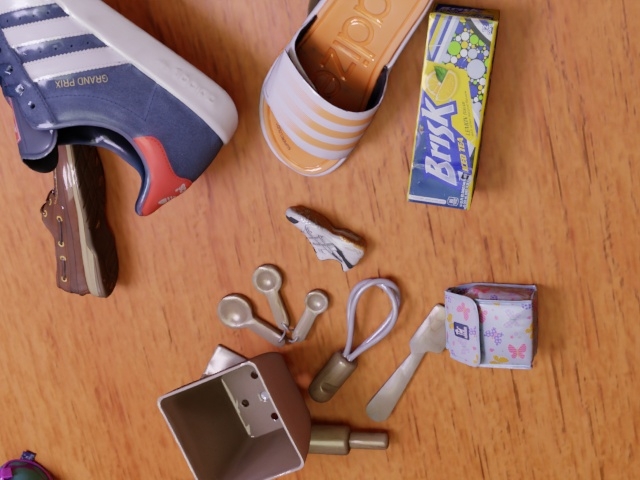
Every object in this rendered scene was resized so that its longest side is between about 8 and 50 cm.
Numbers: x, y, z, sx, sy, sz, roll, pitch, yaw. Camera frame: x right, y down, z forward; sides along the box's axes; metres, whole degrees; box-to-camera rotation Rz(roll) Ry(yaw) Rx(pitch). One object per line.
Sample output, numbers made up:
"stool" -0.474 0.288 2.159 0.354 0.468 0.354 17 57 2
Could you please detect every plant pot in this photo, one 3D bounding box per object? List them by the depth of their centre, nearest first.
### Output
"plant pot" -0.069 0.162 1.145 0.109 0.096 0.109 -24 97 22

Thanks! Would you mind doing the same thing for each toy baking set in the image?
"toy baking set" 0.003 0.122 1.178 0.256 0.030 0.196 5 111 10

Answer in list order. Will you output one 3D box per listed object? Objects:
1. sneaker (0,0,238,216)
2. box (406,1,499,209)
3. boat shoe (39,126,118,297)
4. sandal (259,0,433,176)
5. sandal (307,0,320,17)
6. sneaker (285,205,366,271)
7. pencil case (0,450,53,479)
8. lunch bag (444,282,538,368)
"sneaker" -0.248 -0.152 1.049 0.350 0.131 0.148 35 81 -2
"box" 0.114 -0.115 1.050 0.059 0.054 0.169 9 112 8
"boat shoe" -0.237 -0.027 1.154 0.060 0.064 0.178 -1 113 10
"sandal" 0.013 -0.149 1.022 0.102 0.076 0.265 29 129 -2
"sandal" 0.038 -0.246 1.025 0.072 0.049 0.180 25 128 3
"sneaker" 0.000 0.000 1.131 0.083 0.032 0.037 31 113 0
"pencil case" -0.343 0.300 1.302 0.070 0.064 0.151 27 114 -17
"lunch bag" 0.156 0.079 1.118 0.083 0.053 0.071 4 109 18
